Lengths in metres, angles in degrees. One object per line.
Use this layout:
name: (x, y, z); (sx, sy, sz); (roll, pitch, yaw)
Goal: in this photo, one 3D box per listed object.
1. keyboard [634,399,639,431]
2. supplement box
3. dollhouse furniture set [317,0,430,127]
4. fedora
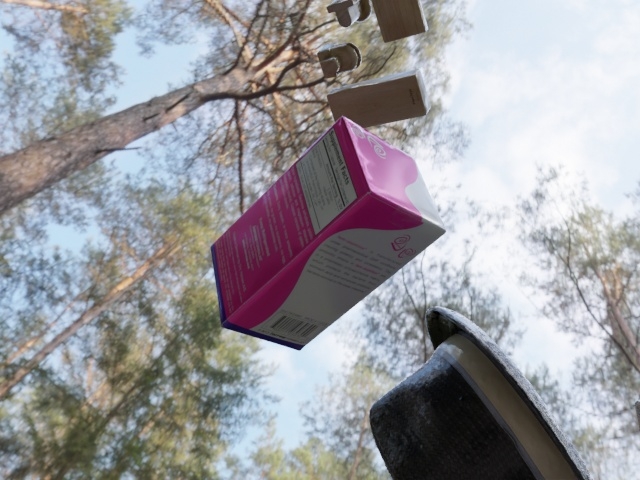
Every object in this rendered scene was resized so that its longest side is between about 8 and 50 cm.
keyboard: (0.306, 0.230, 0.574); (0.072, 0.014, 0.256); (-5, -64, 32)
supplement box: (0.000, 0.000, 0.739); (0.111, 0.114, 0.220); (24, -53, -38)
dollhouse furniture set: (0.080, -0.235, 0.876); (0.144, 0.123, 0.151); (-8, -62, 27)
fedora: (0.154, 0.237, 0.741); (0.153, 0.334, 0.334); (-30, -77, -6)
